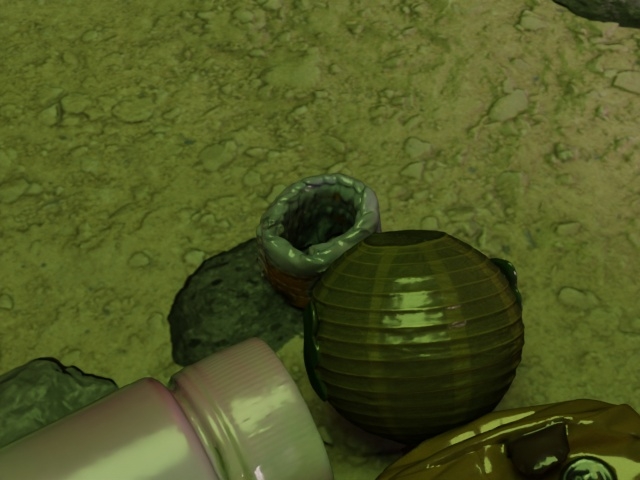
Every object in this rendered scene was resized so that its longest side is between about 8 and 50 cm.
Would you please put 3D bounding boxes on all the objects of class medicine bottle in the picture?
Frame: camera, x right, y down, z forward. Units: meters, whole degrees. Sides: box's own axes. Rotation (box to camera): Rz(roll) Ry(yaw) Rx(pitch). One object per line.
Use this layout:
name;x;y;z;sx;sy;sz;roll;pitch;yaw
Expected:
medicine bottle;-0.197;0.268;1.756;0.388;0.219;0.219;-27;55;-15

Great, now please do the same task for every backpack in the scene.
backpack;0.211;0.331;1.678;0.378;0.201;0.353;-20;58;-2

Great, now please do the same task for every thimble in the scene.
thimble;0.001;-0.002;2.010;0.127;0.118;0.151;36;64;26

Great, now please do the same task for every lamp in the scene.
lamp;0.109;0.129;1.844;0.250;0.284;0.250;-7;9;1
